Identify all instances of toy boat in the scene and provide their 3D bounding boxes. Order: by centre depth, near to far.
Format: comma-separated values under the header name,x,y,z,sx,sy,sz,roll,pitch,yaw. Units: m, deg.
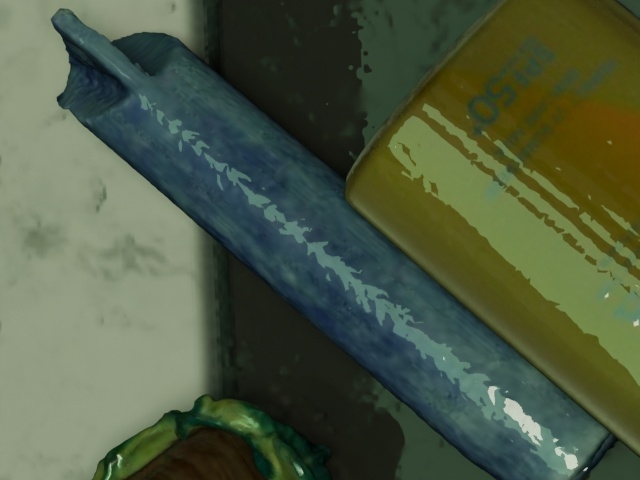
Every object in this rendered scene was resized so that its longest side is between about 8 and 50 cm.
name,x,y,z,sx,sy,sz,roll,pitch,yaw
toy boat,-0.114,0.176,0.785,0.293,0.099,0.108,-36,80,8

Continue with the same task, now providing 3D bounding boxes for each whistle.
name,x,y,z,sx,sy,sz,roll,pitch,yaw
whistle,0.000,0.000,0.759,0.304,0.062,0.062,40,103,14

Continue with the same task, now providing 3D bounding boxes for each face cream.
name,x,y,z,sx,sy,sz,roll,pitch,yaw
face cream,0.157,0.021,0.697,0.285,0.067,0.139,41,84,13
